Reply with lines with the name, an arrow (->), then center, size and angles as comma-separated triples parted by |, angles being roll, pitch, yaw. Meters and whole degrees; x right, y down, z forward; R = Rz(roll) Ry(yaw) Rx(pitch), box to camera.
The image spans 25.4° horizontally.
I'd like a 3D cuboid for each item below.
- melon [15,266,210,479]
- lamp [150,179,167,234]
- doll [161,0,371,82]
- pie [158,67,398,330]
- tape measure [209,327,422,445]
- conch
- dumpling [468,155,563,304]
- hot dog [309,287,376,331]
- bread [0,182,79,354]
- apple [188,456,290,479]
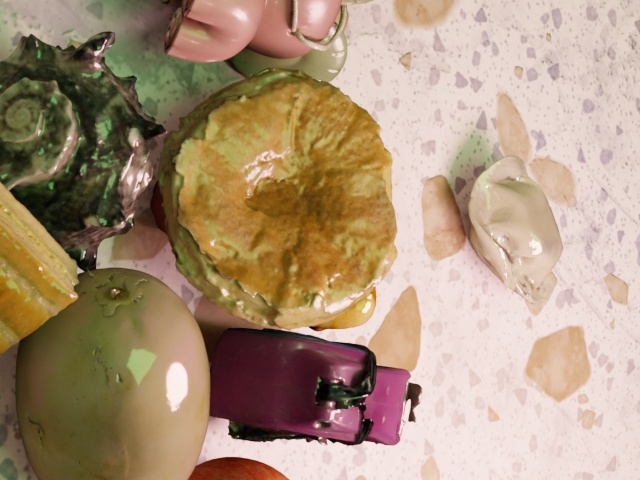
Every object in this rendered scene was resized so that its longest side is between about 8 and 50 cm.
melon -> -0.237, 0.175, 1.626 | 0.223, 0.223, 0.317 | -28, 134, -39
lamp -> -0.161, -0.047, 1.796 | 0.107, 0.092, 0.108 | -2, 106, -6
doll -> -0.056, -0.299, 1.800 | 0.268, 0.284, 0.216 | 14, 46, -20
pie -> -0.043, -0.053, 1.760 | 0.339, 0.083, 0.340 | 7, 73, -25
tape measure -> -0.022, 0.196, 1.827 | 0.231, 0.245, 0.149 | 18, 80, -58
conch -> -0.310, -0.091, 1.613 | 0.240, 0.186, 0.313 | 7, 105, -16
dumpling -> 0.300, -0.006, 2.197 | 0.162, 0.132, 0.250 | -40, 116, -39
hot dog -> 0.000, 0.000, 1.902 | 0.150, 0.153, 0.257 | 1, 75, -14
bread -> -0.419, 0.030, 1.483 | 0.239, 0.111, 0.246 | -35, 118, 5
apple -> -0.119, 0.377, 1.798 | 0.209, 0.164, 0.210 | 7, 81, -46
